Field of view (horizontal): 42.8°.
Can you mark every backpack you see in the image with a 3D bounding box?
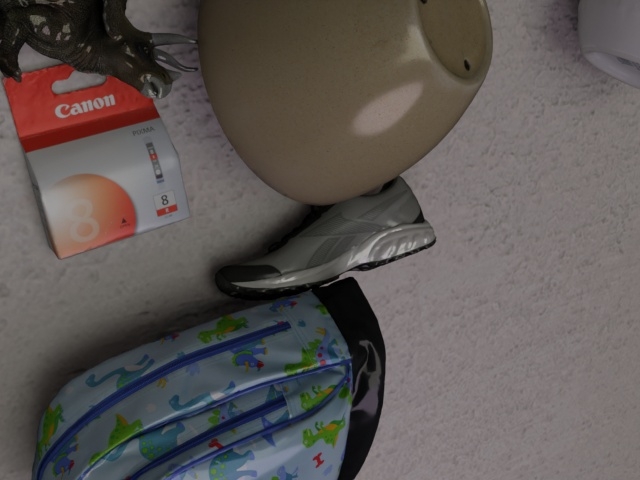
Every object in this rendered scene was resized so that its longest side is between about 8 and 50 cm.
[{"bbox_3d":[-0.117,0.217,0.861,0.355,0.273,0.290,-2,132,-19],"label":"backpack"}]

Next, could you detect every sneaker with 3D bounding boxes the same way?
[{"bbox_3d":[0.000,0.000,0.956,0.271,0.100,0.108,-19,88,-21],"label":"sneaker"}]

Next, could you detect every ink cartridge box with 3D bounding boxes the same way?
[{"bbox_3d":[-0.215,-0.087,0.811,0.145,0.045,0.179,-20,118,-26],"label":"ink cartridge box"}]

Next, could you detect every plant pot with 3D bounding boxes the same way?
[{"bbox_3d":[0.051,-0.188,0.789,0.284,0.191,0.284,10,76,-46],"label":"plant pot"}]

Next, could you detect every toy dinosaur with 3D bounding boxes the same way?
[{"bbox_3d":[-0.257,-0.241,0.710,0.160,0.121,0.313,-44,119,-27],"label":"toy dinosaur"}]

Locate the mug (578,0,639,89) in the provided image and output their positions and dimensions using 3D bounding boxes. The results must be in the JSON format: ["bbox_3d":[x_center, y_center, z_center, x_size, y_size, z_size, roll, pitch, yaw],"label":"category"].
[{"bbox_3d":[0.499,-0.350,1.066,0.328,0.276,0.374,-64,156,8],"label":"mug"}]
